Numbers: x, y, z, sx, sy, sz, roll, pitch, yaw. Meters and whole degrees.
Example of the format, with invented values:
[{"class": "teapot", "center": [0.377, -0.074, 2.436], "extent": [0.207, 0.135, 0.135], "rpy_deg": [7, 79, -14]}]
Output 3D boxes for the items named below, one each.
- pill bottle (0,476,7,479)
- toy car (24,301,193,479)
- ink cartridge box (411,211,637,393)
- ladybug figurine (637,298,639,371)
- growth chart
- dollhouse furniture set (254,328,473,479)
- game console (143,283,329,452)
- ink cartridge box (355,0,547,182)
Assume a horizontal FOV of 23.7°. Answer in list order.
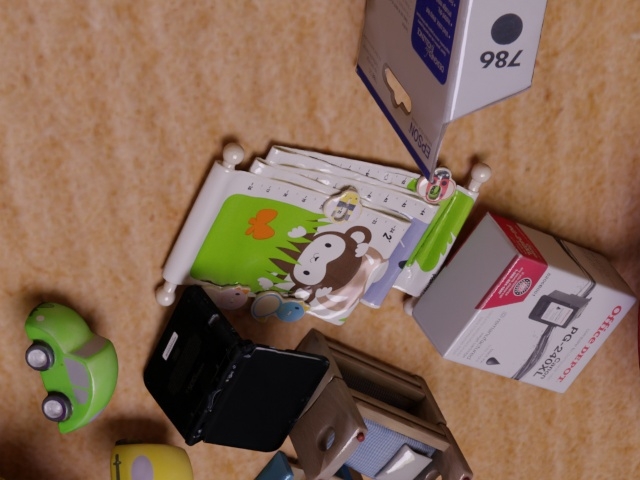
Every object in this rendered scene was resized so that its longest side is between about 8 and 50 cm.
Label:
[{"class": "pill bottle", "center": [-0.266, 0.281, 1.184], "extent": [0.188, 0.188, 0.334], "rpy_deg": [-45, 126, 14]}, {"class": "toy car", "center": [-0.163, 0.151, 1.152], "extent": [0.053, 0.239, 0.225], "rpy_deg": [-12, 103, 17]}, {"class": "ink cartridge box", "center": [0.168, 0.053, 1.242], "extent": [0.150, 0.063, 0.109], "rpy_deg": [19, 115, -38]}, {"class": "ladybug figurine", "center": [0.414, 0.089, 1.301], "extent": [0.305, 0.162, 0.449], "rpy_deg": [-41, 129, 6]}, {"class": "growth chart", "center": [0.000, 0.000, 1.186], "extent": [0.237, 0.021, 0.172], "rpy_deg": [5, 123, -22]}, {"class": "dollhouse furniture set", "center": [0.006, 0.199, 1.259], "extent": [0.129, 0.129, 0.183], "rpy_deg": [26, 112, -32]}, {"class": "game console", "center": [-0.068, 0.101, 1.186], "extent": [0.071, 0.107, 0.122], "rpy_deg": [-17, 147, -42]}, {"class": "ink cartridge box", "center": [0.093, -0.218, 0.971], "extent": [0.065, 0.165, 0.332], "rpy_deg": [-4, 126, -19]}]
